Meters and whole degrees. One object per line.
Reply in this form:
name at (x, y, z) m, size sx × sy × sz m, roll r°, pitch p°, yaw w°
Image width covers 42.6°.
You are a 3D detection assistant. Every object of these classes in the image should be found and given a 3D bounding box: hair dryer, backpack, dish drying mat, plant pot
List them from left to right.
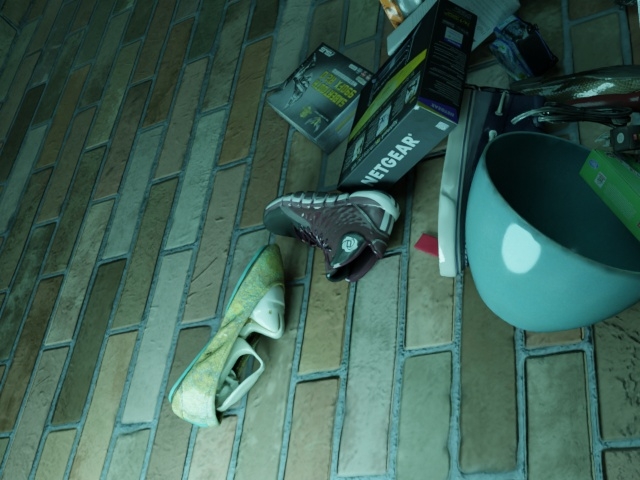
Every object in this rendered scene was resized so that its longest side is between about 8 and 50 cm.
dish drying mat at (0.197, 0.012, 1.386) m, size 0.083 × 0.008 × 0.032 m, roll 23°, pitch 73°, yaw 46°
backpack at (0.354, -0.345, 1.470) m, size 0.084 × 0.105 × 0.114 m, roll -36°, pitch 32°, yaw 13°
plant pot at (0.319, 0.013, 1.135) m, size 0.290 × 0.290 × 0.195 m, roll -110°, pitch 32°, yaw -44°
hair dryer at (0.447, -0.210, 1.199) m, size 0.293 × 0.080 × 0.223 m, roll -18°, pitch 30°, yaw -31°

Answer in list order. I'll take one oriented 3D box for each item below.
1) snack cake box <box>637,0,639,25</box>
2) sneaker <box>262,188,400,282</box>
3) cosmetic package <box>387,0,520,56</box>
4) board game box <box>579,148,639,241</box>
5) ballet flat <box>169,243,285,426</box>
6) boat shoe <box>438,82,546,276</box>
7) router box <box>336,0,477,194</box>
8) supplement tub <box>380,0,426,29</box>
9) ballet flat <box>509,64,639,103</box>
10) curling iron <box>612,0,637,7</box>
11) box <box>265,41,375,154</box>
snack cake box at (0.646, -0.395, 1.270) m, size 0.264 × 0.089 × 0.152 m, roll 11°, pitch 66°, yaw 31°
sneaker at (0.000, 0.000, 1.475) m, size 0.281 × 0.106 × 0.163 m, roll -6°, pitch 58°, yaw 33°
cosmetic package at (0.244, -0.407, 1.539) m, size 0.231 × 0.117 × 0.085 m, roll -42°, pitch 25°, yaw 28°
board game box at (0.498, -0.001, 1.034) m, size 0.317 × 0.213 × 0.046 m, roll -114°, pitch 35°, yaw -45°
ballet flat at (-0.131, 0.172, 1.448) m, size 0.123 × 0.123 × 0.349 m, roll 16°, pitch 69°, yaw 43°
boat shoe at (0.281, -0.100, 1.328) m, size 0.158 × 0.127 × 0.341 m, roll 5°, pitch 72°, yaw 14°
router box at (0.147, -0.237, 1.448) m, size 0.309 × 0.081 × 0.243 m, roll -43°, pitch 28°, yaw 57°
supplement tub at (0.273, -0.538, 1.612) m, size 0.316 × 0.193 × 0.194 m, roll -24°, pitch 47°, yaw 22°
ballet flat at (0.440, -0.251, 1.375) m, size 0.249 × 0.058 × 0.084 m, roll -2°, pitch 22°, yaw 29°
curling iron at (0.578, -0.369, 1.373) m, size 0.068 × 0.035 × 0.274 m, roll -50°, pitch 44°, yaw 26°
box at (0.010, -0.304, 1.730) m, size 0.183 × 0.056 × 0.231 m, roll -44°, pitch 43°, yaw 0°
